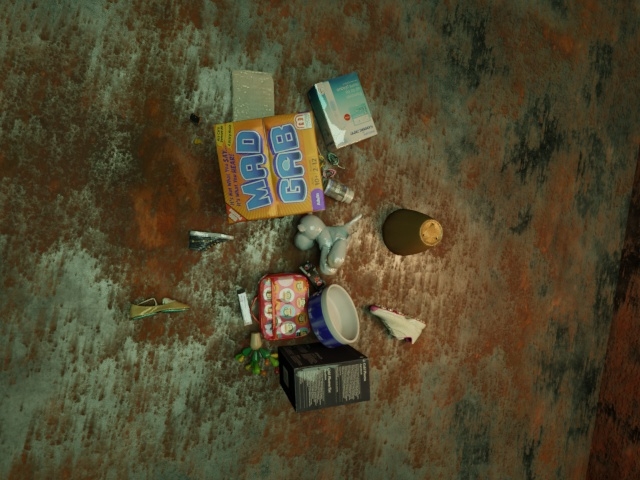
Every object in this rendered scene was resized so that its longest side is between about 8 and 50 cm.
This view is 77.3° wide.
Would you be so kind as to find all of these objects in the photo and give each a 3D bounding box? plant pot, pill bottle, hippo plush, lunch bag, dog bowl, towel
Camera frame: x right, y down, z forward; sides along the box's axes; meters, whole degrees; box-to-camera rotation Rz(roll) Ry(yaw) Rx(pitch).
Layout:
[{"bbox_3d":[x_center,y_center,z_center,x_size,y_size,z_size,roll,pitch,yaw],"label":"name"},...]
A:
[{"bbox_3d":[0.451,-0.039,1.883,0.237,0.254,0.237,0,91,-16],"label":"plant pot"},{"bbox_3d":[0.081,-0.225,1.855,0.137,0.078,0.078,22,85,-17],"label":"pill bottle"},{"bbox_3d":[0.000,0.000,1.744,0.236,0.234,0.294,26,127,-5],"label":"hippo plush"},{"bbox_3d":[-0.180,0.288,1.774,0.258,0.120,0.293,-3,91,-13],"label":"lunch bag"},{"bbox_3d":[0.060,0.333,1.768,0.104,0.265,0.265,-25,101,25],"label":"dog bowl"},{"bbox_3d":[-0.294,-0.598,1.736,0.187,0.049,0.282,0,84,-16],"label":"towel"}]

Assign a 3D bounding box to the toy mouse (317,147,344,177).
[{"bbox_3d":[0.042,-0.347,1.863,0.143,0.031,0.161,5,92,-15],"label":"toy mouse"}]

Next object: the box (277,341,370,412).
[{"bbox_3d":[0.004,0.563,1.713,0.312,0.343,0.179,-3,91,-16],"label":"box"}]

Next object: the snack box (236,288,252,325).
[{"bbox_3d":[-0.330,0.287,1.730,0.037,0.100,0.141,-12,95,-16],"label":"snack box"}]

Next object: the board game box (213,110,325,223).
[{"bbox_3d":[-0.181,-0.270,1.587,0.356,0.356,0.357,-8,94,-1],"label":"board game box"}]

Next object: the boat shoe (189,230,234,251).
[{"bbox_3d":[-0.465,0.007,1.705,0.183,0.065,0.083,5,92,-11],"label":"boat shoe"}]

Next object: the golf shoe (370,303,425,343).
[{"bbox_3d":[0.365,0.408,1.944,0.306,0.115,0.140,24,88,-15],"label":"golf shoe"}]

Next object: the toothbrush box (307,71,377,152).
[{"bbox_3d":[0.098,-0.580,1.828,0.216,0.126,0.295,-22,99,-15],"label":"toothbrush box"}]

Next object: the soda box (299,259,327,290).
[{"bbox_3d":[-0.032,0.159,1.793,0.053,0.060,0.169,-42,142,-10],"label":"soda box"}]

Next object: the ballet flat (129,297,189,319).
[{"bbox_3d":[-0.661,0.270,1.644,0.232,0.080,0.073,-7,79,-18],"label":"ballet flat"}]

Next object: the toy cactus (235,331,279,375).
[{"bbox_3d":[-0.268,0.483,1.722,0.112,0.219,0.180,-8,98,-54],"label":"toy cactus"}]

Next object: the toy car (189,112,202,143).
[{"bbox_3d":[-0.524,-0.474,1.696,0.040,0.060,0.122,-16,120,-59],"label":"toy car"}]
